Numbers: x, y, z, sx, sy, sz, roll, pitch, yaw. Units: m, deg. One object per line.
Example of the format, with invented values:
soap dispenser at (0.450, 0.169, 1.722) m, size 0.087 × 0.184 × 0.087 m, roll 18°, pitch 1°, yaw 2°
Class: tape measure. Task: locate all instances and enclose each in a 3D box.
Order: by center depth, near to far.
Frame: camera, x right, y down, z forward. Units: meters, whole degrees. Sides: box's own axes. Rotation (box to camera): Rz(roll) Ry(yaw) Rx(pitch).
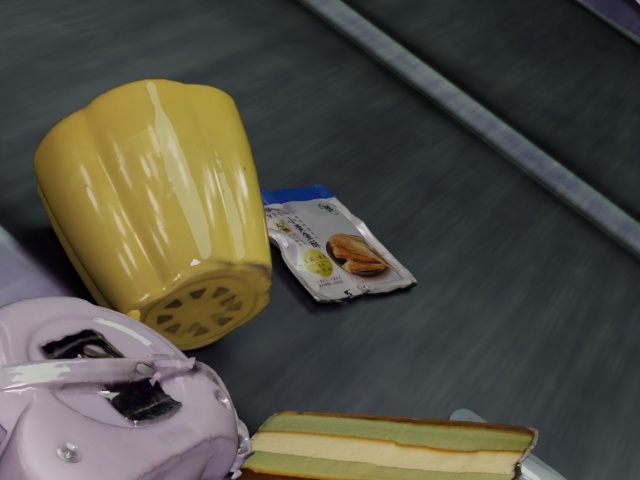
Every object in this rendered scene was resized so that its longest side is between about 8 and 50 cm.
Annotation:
tape measure at (-0.166, 0.124, 0.843) m, size 0.197 × 0.120 × 0.236 m, roll 38°, pitch 26°, yaw 19°

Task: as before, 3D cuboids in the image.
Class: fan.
fan at (0.234, 0.246, 1.109) m, size 0.282 × 0.023 × 0.057 m, roll 35°, pitch 25°, yaw 13°

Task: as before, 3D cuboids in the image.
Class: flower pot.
flower pot at (-0.130, -0.012, 1.032) m, size 0.195 × 0.195 × 0.179 m, roll 2°, pitch 51°, yaw -40°

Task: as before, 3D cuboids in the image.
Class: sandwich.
sandwich at (0.047, 0.165, 0.942) m, size 0.187 × 0.144 × 0.117 m, roll 34°, pitch 27°, yaw 7°

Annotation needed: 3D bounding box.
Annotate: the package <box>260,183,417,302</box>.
package at (0.000, 0.000, 1.276) m, size 0.171 × 0.027 × 0.173 m, roll -10°, pitch 51°, yaw -50°
